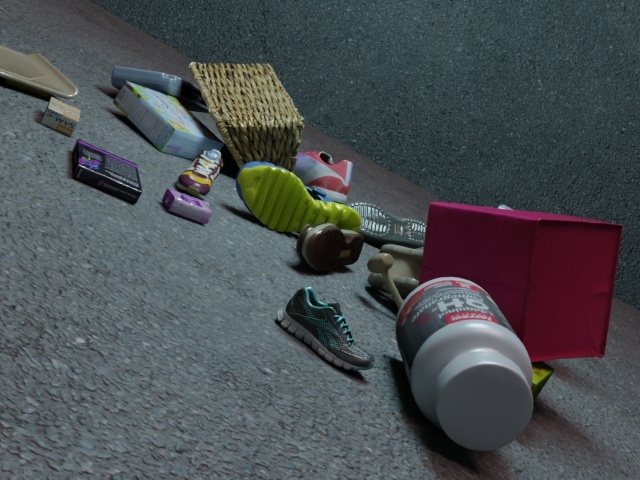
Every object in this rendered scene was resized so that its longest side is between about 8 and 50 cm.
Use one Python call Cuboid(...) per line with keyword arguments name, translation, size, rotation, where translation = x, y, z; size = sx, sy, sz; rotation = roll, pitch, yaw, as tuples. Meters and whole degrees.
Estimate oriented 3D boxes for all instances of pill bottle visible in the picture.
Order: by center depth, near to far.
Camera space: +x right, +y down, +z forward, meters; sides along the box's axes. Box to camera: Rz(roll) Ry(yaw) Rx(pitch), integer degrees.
Cuboid(name="pill bottle", translation=(0.214, 0.182, 1.348), size=(0.176, 0.176, 0.318), rotation=(28, 12, -9))

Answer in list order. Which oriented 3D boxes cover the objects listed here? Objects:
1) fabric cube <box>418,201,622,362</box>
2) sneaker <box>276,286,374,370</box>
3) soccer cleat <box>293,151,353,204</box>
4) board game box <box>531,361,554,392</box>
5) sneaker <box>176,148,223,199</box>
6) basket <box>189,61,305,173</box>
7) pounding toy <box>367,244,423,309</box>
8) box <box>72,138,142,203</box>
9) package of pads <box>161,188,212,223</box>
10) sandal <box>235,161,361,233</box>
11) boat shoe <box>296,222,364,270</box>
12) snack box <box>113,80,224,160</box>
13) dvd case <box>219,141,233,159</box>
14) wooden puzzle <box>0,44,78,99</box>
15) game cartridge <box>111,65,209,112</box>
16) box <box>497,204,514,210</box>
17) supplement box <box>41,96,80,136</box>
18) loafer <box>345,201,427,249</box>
Cuboid(name="fabric cube", translation=(0.362, 0.074, 1.665), size=(0.254, 0.259, 0.258), rotation=(4, 6, -40))
Cuboid(name="sneaker", translation=(0.015, 0.129, 1.338), size=(0.166, 0.076, 0.065), rotation=(33, 14, 14))
Cuboid(name="soccer cleat", translation=(-0.029, -0.183, 2.321), size=(0.108, 0.116, 0.318), rotation=(15, 8, -41))
Cuboid(name="board game box", translation=(0.343, 0.257, 1.536), size=(0.043, 0.092, 0.181), rotation=(35, 13, 20))
Cuboid(name="sneaker", translation=(-0.238, -0.141, 1.810), size=(0.069, 0.084, 0.185), rotation=(28, 12, -9))
Cuboid(name="basket", translation=(-0.200, -0.279, 2.193), size=(0.223, 0.213, 0.299), rotation=(-4, 41, -24))
Cuboid(name="pounding toy", translation=(0.173, 0.107, 1.802), size=(0.269, 0.155, 0.154), rotation=(34, -19, -27))
Cuboid(name="box", translation=(-0.372, -0.121, 1.564), size=(0.116, 0.029, 0.162), rotation=(24, 12, -22))
Cuboid(name="package of pads", translation=(-0.239, -0.061, 1.616), size=(0.083, 0.032, 0.050), rotation=(21, 14, -35))
Cuboid(name="sandal", translation=(-0.063, -0.080, 1.918), size=(0.317, 0.126, 0.138), rotation=(30, 6, -40))
Cuboid(name="boat shoe", translation=(-0.003, 0.008, 1.785), size=(0.095, 0.095, 0.257), rotation=(20, 2, 22))
Cuboid(name="snack box", translation=(-0.349, -0.269, 2.075), size=(0.207, 0.070, 0.174), rotation=(42, 17, 30))
Cuboid(name="dvd case", translation=(-0.322, -0.268, 2.278), size=(0.221, 0.018, 0.164), rotation=(30, 12, 3))
Cuboid(name="wooden puzzle", translation=(-0.651, -0.361, 1.864), size=(0.238, 0.044, 0.221), rotation=(8, 25, -49))
Cuboid(name="game cartridge", translation=(-0.398, -0.383, 2.316), size=(0.198, 0.062, 0.297), rotation=(7, -1, 20))
Cuboid(name="box", translation=(0.437, 0.088, 2.025), size=(0.231, 0.262, 0.127), rotation=(31, 12, 11))
Cuboid(name="supplement box", translation=(-0.495, -0.237, 1.721), size=(0.062, 0.036, 0.098), rotation=(24, 14, -21))
Cuboid(name="loafer", translation=(0.154, -0.023, 2.277), size=(0.251, 0.087, 0.094), rotation=(18, 61, -19))
